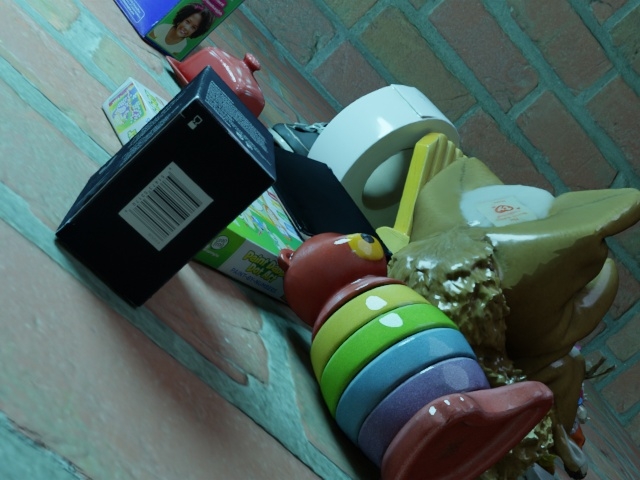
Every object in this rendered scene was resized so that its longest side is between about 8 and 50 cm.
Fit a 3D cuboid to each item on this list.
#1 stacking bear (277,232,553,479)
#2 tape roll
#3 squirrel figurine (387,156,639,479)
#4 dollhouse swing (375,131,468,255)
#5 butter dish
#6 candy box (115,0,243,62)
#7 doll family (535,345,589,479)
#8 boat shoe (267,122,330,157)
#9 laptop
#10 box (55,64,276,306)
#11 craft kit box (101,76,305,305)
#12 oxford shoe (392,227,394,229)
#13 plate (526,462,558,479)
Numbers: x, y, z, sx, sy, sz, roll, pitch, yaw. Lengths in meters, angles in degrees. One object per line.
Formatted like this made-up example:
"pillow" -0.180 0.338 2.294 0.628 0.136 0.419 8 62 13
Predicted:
"stacking bear" 0.061 0.104 0.874 0.175 0.164 0.289 0 42 -41
"tape roll" 0.114 -0.142 1.584 0.100 0.286 0.286 54 12 32
"squirrel figurine" 0.224 0.139 1.102 0.281 0.397 0.371 13 -56 36
"dollhouse swing" 0.286 0.029 1.501 0.315 0.305 0.347 28 0 34
"butter dish" -0.148 -0.260 1.427 0.160 0.118 0.160 53 13 20
"candy box" -0.224 -0.515 1.488 0.268 0.317 0.122 54 13 25
"doll family" 0.370 0.288 1.402 0.263 0.118 0.163 -46 129 -65
"boat shoe" -0.021 -0.214 1.796 0.116 0.099 0.319 50 11 8
"laptop" 0.000 0.000 1.242 0.234 0.136 0.264 -122 -159 -44
"box" -0.122 -0.052 0.726 0.093 0.156 0.158 45 11 -18
"craft kit box" -0.116 -0.048 1.010 0.246 0.061 0.250 28 23 -54
"oxford shoe" 0.158 -0.014 1.879 0.098 0.097 0.271 12 28 -38
"plate" 0.415 0.477 1.254 0.278 0.045 0.277 40 13 -35
